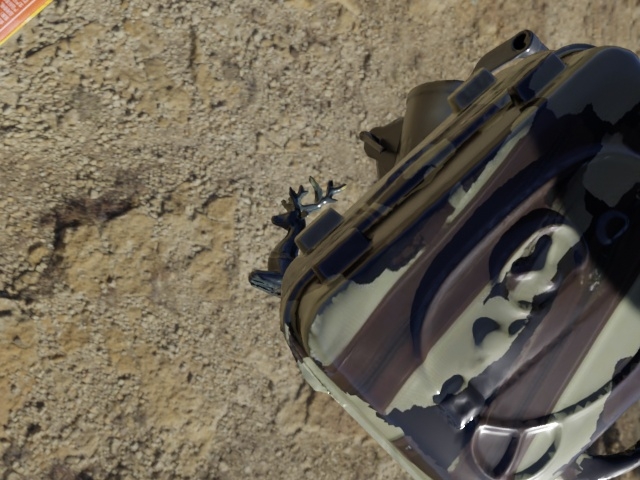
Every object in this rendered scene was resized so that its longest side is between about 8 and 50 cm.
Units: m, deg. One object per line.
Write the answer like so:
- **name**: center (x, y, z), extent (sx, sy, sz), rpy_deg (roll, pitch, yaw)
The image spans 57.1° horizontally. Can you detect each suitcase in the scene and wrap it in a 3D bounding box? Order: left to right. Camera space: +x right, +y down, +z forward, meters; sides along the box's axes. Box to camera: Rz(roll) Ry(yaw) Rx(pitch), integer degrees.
- **suitcase**: center (0.172, 0.054, 0.510), extent (0.351, 0.194, 0.339), rpy_deg (-43, 105, -3)

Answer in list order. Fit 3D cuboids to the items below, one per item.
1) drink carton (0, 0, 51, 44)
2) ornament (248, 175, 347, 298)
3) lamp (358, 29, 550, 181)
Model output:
- **drink carton**: center (-0.236, -0.202, 0.440), extent (0.071, 0.223, 0.096), rpy_deg (48, 21, -32)
- **ornament**: center (0.000, 0.000, 1.054), extent (0.202, 0.080, 0.236), rpy_deg (21, 68, -12)
- **lamp**: center (0.236, -0.129, 0.995), extent (0.205, 0.374, 0.272), rpy_deg (16, 66, -43)
